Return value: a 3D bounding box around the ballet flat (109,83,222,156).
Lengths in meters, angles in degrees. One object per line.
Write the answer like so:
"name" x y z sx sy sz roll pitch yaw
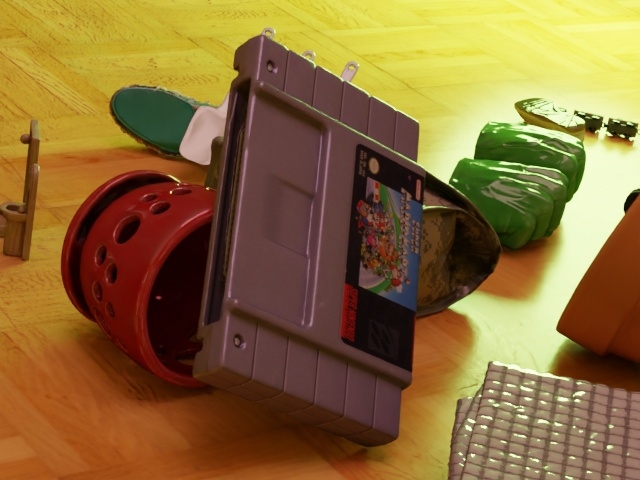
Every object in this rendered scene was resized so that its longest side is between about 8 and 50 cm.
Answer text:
"ballet flat" -0.154 -0.140 2.234 0.241 0.091 0.077 16 -6 0

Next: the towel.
"towel" 0.222 0.233 1.519 0.235 0.121 0.283 12 26 5

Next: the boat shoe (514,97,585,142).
"boat shoe" 0.335 -0.169 2.537 0.056 0.048 0.153 -19 29 -25

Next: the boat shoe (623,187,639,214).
"boat shoe" 0.445 -0.003 2.164 0.079 0.084 0.233 -2 30 -27

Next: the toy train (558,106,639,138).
"toy train" 0.403 -0.179 2.600 0.158 0.027 0.036 12 14 4

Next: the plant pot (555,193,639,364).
"plant pot" 0.419 0.038 1.869 0.203 0.291 0.291 36 30 12

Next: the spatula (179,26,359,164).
"spatula" -0.059 -0.166 2.199 0.168 0.019 0.242 23 60 6

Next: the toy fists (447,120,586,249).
"toy fists" 0.259 -0.072 2.226 0.142 0.096 0.279 8 24 17

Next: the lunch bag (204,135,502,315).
"lunch bag" 0.041 -0.025 1.943 0.235 0.169 0.287 33 28 33

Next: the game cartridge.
"game cartridge" 0.000 0.000 1.662 0.230 0.068 0.355 23 58 -31

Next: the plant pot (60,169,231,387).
"plant pot" -0.153 0.029 1.717 0.191 0.191 0.174 -12 27 -42

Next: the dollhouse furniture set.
"dollhouse furniture set" -0.383 -0.054 1.872 0.151 0.123 0.144 5 25 -14
